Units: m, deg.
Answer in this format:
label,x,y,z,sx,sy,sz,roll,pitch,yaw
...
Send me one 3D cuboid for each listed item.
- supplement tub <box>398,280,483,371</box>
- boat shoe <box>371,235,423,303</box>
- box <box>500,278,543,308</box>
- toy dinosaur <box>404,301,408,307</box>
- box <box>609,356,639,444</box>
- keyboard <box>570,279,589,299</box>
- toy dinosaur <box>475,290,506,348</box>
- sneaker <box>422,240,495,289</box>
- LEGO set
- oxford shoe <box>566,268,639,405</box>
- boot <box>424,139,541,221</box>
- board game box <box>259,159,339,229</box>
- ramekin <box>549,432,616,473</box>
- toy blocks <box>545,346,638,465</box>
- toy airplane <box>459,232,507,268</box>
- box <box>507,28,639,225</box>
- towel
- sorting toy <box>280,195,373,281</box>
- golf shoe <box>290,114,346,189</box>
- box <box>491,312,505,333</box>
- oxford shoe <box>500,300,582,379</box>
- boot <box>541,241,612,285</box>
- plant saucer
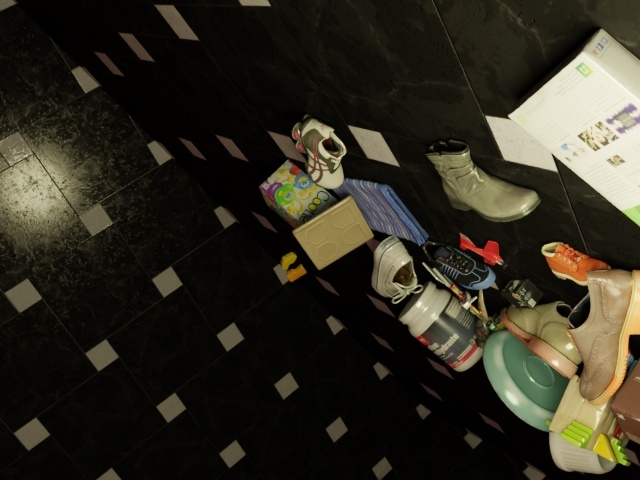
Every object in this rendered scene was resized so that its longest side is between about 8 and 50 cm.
label,x,y,z,sx,sy,sz,roll,pitch,yaw
supplement tub,0.415,0.283,2.136,0.272,0.191,0.191,39,166,2
boat shoe,0.269,0.128,2.146,0.156,0.135,0.367,49,164,25
box,0.527,0.139,1.691,0.062,0.052,0.083,44,166,-9
toy dinosaur,0.374,0.297,2.606,0.082,0.047,0.090,20,153,4
box,0.773,0.352,1.404,0.168,0.203,0.167,24,160,49
keyboard,0.643,0.144,1.473,0.180,0.023,0.108,48,170,-33
toy dinosaur,0.510,0.255,1.928,0.118,0.064,0.268,28,139,43
sneaker,0.376,0.065,1.790,0.090,0.081,0.232,41,169,-37
LEGO set,0.415,0.153,1.858,0.182,0.060,0.244,30,-162,-47
oxford shoe,0.579,0.200,1.353,0.132,0.130,0.364,9,126,14
boot,0.324,-0.130,1.340,0.246,0.083,0.161,17,148,54
board game box,-0.051,-0.114,2.160,0.275,0.142,0.144,41,167,21
ramekin,0.786,0.548,1.876,0.127,0.273,0.273,5,144,47
toy blocks,0.711,0.387,1.594,0.190,0.261,0.381,24,177,43
toy airplane,0.418,0.027,1.673,0.151,0.028,0.151,37,167,10
box,0.465,-0.145,0.970,0.322,0.058,0.232,41,166,0
towel,0.159,-0.095,1.947,0.243,0.040,0.336,49,164,-29
sorting toy,0.000,0.000,2.027,0.229,0.307,0.041,56,-177,-48
golf shoe,0.016,-0.226,1.786,0.120,0.105,0.273,20,158,35
box,0.623,0.316,1.975,0.232,0.058,0.087,32,163,28
oxford shoe,0.587,0.223,1.660,0.140,0.146,0.397,36,-174,-11
boot,0.538,0.045,1.369,0.085,0.059,0.158,50,164,-20
plant saucer,0.589,0.367,1.765,0.317,0.317,0.044,39,131,4
